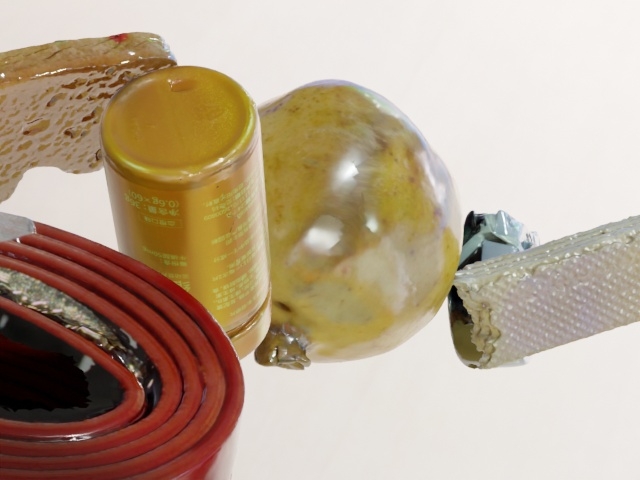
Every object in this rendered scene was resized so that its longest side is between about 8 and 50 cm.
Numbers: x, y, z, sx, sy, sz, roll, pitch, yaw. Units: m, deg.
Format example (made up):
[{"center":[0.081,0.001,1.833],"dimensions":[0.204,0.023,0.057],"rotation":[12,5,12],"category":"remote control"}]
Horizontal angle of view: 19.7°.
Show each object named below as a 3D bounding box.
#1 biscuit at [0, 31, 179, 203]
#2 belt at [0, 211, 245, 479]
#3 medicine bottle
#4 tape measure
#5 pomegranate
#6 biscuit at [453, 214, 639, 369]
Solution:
[{"center":[-0.292,-0.106,1.853],"dimensions":[0.277,0.262,0.052],"rotation":[-16,62,-33],"category":"biscuit"},{"center":[-0.204,0.089,1.029],"dimensions":[0.323,0.115,0.227],"rotation":[17,37,9],"category":"belt"},{"center":[-0.080,-0.011,1.142],"dimensions":[0.096,0.192,0.096],"rotation":[0,51,0],"category":"medicine bottle"},{"center":[0.206,0.060,2.155],"dimensions":[0.107,0.181,0.182],"rotation":[-3,-9,15],"category":"tape measure"},{"center":[0.003,-0.018,1.866],"dimensions":[0.307,0.307,0.307],"rotation":[18,34,-12],"category":"pomegranate"},{"center":[0.260,0.050,1.944],"dimensions":[0.238,0.108,0.062],"rotation":[-17,20,-4],"category":"biscuit"}]
